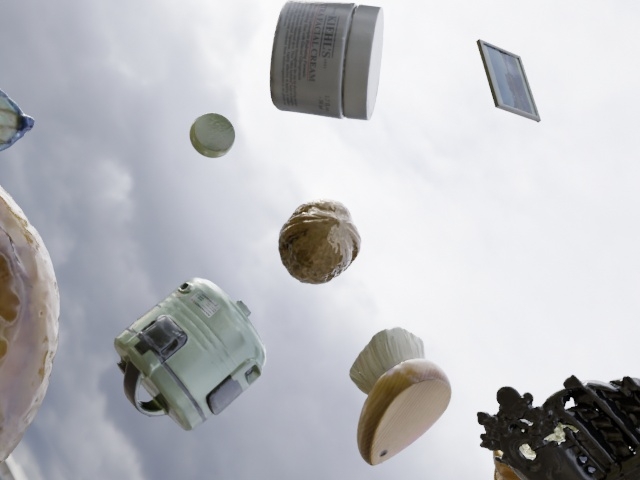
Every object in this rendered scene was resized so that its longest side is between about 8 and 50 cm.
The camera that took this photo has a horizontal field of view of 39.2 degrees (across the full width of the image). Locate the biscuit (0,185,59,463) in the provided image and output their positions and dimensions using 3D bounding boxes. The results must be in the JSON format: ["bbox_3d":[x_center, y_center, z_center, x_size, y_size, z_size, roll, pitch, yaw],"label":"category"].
[{"bbox_3d":[-0.306,0.038,0.648,0.274,0.213,0.091,19,-11,17],"label":"biscuit"}]

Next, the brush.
[{"bbox_3d":[0.142,0.331,1.889,0.266,0.174,0.166,-56,-139,15],"label":"brush"}]

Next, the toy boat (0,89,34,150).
[{"bbox_3d":[-0.397,-0.133,0.820,0.115,0.262,0.114,134,-42,-64],"label":"toy boat"}]

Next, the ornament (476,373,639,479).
[{"bbox_3d":[0.345,0.258,1.125,0.260,0.106,0.251,51,-56,3],"label":"ornament"}]

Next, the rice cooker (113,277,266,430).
[{"bbox_3d":[-0.229,0.201,1.551,0.226,0.244,0.226,46,-20,21],"label":"rice cooker"}]

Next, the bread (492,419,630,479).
[{"bbox_3d":[0.467,0.464,1.645,0.316,0.211,0.270,4,-78,15],"label":"bread"}]

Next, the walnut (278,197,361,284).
[{"bbox_3d":[0.000,0.000,1.682,0.155,0.155,0.184,57,-27,11],"label":"walnut"}]

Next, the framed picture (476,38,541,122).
[{"bbox_3d":[0.330,-0.280,1.575,0.011,0.109,0.149,-38,-129,43],"label":"framed picture"}]

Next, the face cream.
[{"bbox_3d":[0.012,-0.278,1.382,0.153,0.177,0.177,7,-45,7],"label":"face cream"}]

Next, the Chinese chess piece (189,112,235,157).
[{"bbox_3d":[-0.193,-0.188,1.608,0.084,0.084,0.034,59,-32,6],"label":"Chinese chess piece"}]
